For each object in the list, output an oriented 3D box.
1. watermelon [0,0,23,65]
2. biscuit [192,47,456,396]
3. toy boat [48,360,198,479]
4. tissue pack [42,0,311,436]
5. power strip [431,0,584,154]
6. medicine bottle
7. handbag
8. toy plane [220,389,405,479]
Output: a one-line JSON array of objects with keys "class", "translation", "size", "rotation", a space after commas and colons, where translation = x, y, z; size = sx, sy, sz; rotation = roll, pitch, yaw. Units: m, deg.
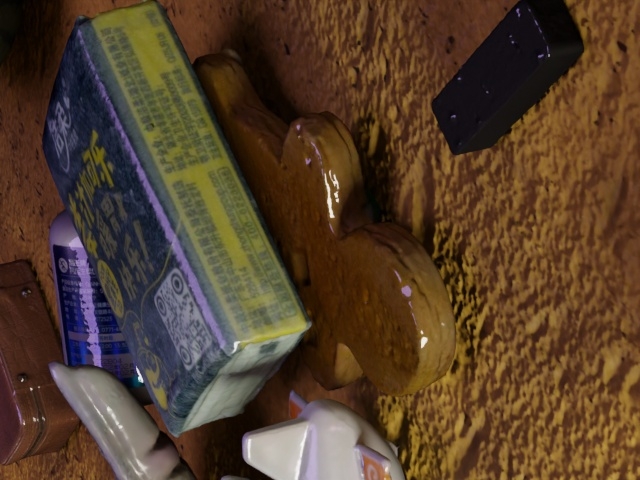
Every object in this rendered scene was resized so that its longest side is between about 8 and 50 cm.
[{"class": "watermelon", "translation": [-0.427, -0.236, 1.495], "size": [0.359, 0.279, 0.279], "rotation": [10, 110, 60]}, {"class": "biscuit", "translation": [0.000, 0.000, 1.051], "size": [0.301, 0.049, 0.197], "rotation": [39, 143, 51]}, {"class": "toy boat", "translation": [-0.110, 0.239, 1.246], "size": [0.293, 0.111, 0.276], "rotation": [64, 167, 13]}, {"class": "tissue pack", "translation": [-0.110, -0.011, 1.120], "size": [0.257, 0.081, 0.185], "rotation": [65, 154, 15]}, {"class": "power strip", "translation": [0.098, -0.086, 0.855], "size": [0.111, 0.029, 0.038], "rotation": [-48, 59, 54]}, {"class": "medicine bottle", "translation": [-0.161, 0.031, 1.294], "size": [0.107, 0.107, 0.191], "rotation": [17, 115, 59]}, {"class": "handbag", "translation": [-0.319, 0.129, 1.663], "size": [0.193, 0.072, 0.151], "rotation": [65, 150, 19]}, {"class": "toy plane", "translation": [0.004, 0.217, 1.059], "size": [0.245, 0.117, 0.244], "rotation": [29, 125, 53]}]
